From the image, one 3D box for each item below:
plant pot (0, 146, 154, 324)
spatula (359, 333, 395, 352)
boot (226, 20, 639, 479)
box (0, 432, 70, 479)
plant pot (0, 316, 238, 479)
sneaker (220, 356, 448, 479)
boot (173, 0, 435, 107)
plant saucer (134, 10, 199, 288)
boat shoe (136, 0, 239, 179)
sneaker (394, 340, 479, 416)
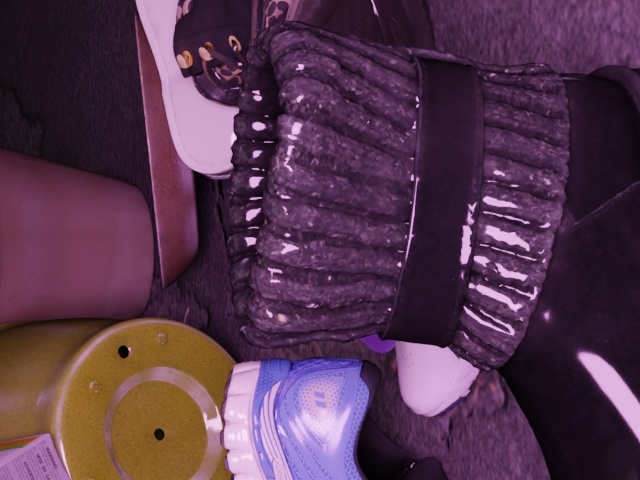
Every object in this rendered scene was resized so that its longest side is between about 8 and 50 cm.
[{"bbox_3d":[-0.382,0.015,1.692,0.323,0.280,0.323,179,90,-66],"label":"plant pot"},{"bbox_3d":[0.000,0.000,1.143,0.296,0.030,0.084,-129,42,-54],"label":"spatula"},{"bbox_3d":[0.084,0.056,0.675,0.131,0.260,0.348,143,123,-61],"label":"boot"},{"bbox_3d":[-0.330,0.263,1.186,0.203,0.103,0.114,-17,99,39],"label":"box"},{"bbox_3d":[-0.249,0.235,1.378,0.353,0.366,0.367,-23,69,51],"label":"plant pot"},{"bbox_3d":[0.032,0.237,0.949,0.130,0.147,0.330,-80,-23,-69],"label":"sneaker"},{"bbox_3d":[-0.029,-0.160,1.074,0.284,0.138,0.378,166,106,-64],"label":"boot"},{"bbox_3d":[-0.171,-0.102,1.417,0.310,0.050,0.311,174,90,-84],"label":"plant saucer"},{"bbox_3d":[-0.113,-0.216,1.293,0.099,0.116,0.320,19,-119,-70],"label":"boat shoe"},{"bbox_3d":[0.041,0.015,0.904,0.094,0.153,0.235,-138,52,-60],"label":"sneaker"}]
